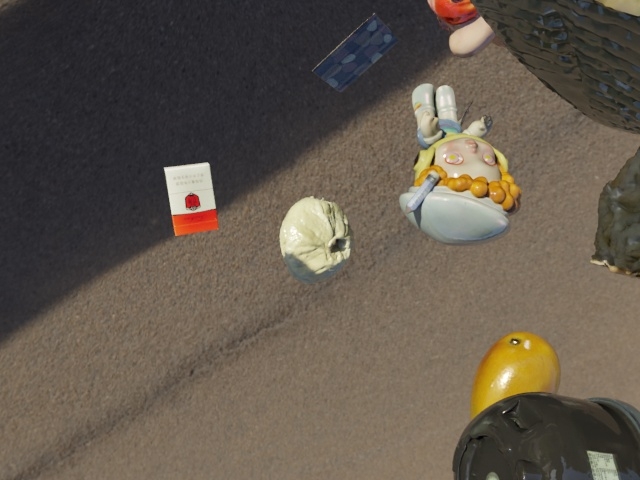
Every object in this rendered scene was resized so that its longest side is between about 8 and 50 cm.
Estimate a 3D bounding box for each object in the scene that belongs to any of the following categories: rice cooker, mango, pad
[{"bbox_3d":[0.301,0.320,0.691,0.224,0.267,0.267,12,121,-11],"label":"rice cooker"},{"bbox_3d":[0.371,0.300,1.069,0.175,0.139,0.255,23,86,-32],"label":"mango"},{"bbox_3d":[0.104,-0.536,1.597,0.235,0.003,0.158,-37,151,22],"label":"pad"}]

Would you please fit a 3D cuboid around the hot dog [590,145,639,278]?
[{"bbox_3d":[0.530,-0.013,0.534,0.365,0.367,0.196,15,87,-6],"label":"hot dog"}]

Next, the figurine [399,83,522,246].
[{"bbox_3d":[0.278,-0.152,1.126,0.224,0.382,0.205,15,144,-8],"label":"figurine"}]

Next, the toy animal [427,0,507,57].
[{"bbox_3d":[0.253,-0.362,0.826,0.197,0.171,0.171,9,122,-16],"label":"toy animal"}]

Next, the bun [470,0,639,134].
[{"bbox_3d":[0.232,-0.169,0.298,0.281,0.281,0.205,36,97,-30],"label":"bun"}]

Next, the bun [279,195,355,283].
[{"bbox_3d":[0.000,0.000,1.344,0.134,0.220,0.220,6,139,40],"label":"bun"}]

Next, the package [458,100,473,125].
[{"bbox_3d":[0.350,-0.261,1.495,0.030,0.154,0.239,22,161,0],"label":"package"}]

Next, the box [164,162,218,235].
[{"bbox_3d":[-0.291,-0.094,1.244,0.100,0.048,0.152,-9,109,-14],"label":"box"}]
